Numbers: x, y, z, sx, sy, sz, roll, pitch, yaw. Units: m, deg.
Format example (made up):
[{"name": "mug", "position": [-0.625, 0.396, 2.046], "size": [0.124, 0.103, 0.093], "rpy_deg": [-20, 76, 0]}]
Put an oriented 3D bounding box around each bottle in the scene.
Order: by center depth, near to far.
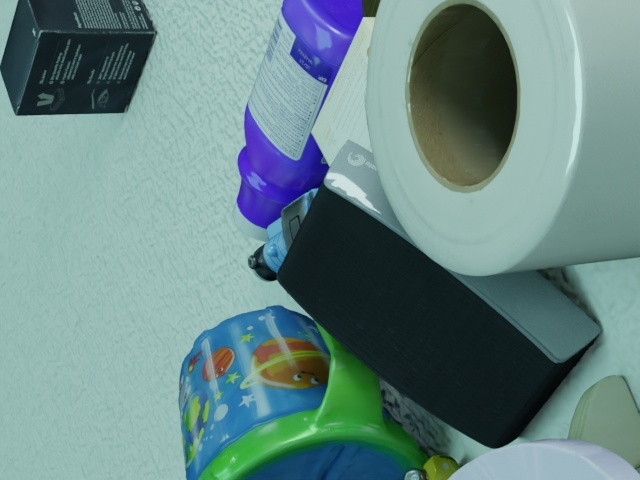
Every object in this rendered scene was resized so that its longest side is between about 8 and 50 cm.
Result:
[{"name": "bottle", "position": [-0.018, -0.119, 1.324], "size": [0.118, 0.092, 0.283], "rpy_deg": [54, 139, 32]}]

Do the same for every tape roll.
[{"name": "tape roll", "position": [0.164, -0.103, 0.942], "size": [0.246, 0.169, 0.246], "rpy_deg": [15, 107, 57]}]

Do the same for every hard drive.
[{"name": "hard drive", "position": [0.084, 0.052, 1.102], "size": [0.254, 0.054, 0.172], "rpy_deg": [38, 134, 11]}]

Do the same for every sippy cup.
[{"name": "sippy cup", "position": [-0.037, 0.192, 1.301], "size": [0.305, 0.240, 0.224], "rpy_deg": [-39, 40, 11]}]

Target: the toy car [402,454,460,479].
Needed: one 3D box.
[{"name": "toy car", "position": [0.022, 0.308, 1.197], "size": [0.053, 0.225, 0.239], "rpy_deg": [47, 133, 40]}]

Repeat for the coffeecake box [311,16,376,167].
[{"name": "coffeecake box", "position": [0.075, -0.080, 1.169], "size": [0.185, 0.068, 0.142], "rpy_deg": [64, 144, 33]}]

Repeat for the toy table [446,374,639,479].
[{"name": "toy table", "position": [0.194, 0.225, 0.951], "size": [0.274, 0.161, 0.252], "rpy_deg": [-32, 67, 56]}]

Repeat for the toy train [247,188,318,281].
[{"name": "toy train", "position": [0.000, 0.000, 1.300], "size": [0.184, 0.105, 0.080], "rpy_deg": [-31, 68, 57]}]

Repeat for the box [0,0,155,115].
[{"name": "box", "position": [-0.319, -0.248, 1.753], "size": [0.156, 0.158, 0.093], "rpy_deg": [-59, 46, 45]}]

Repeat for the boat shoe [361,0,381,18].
[{"name": "boat shoe", "position": [0.065, -0.257, 1.217], "size": [0.056, 0.048, 0.153], "rpy_deg": [148, 121, -61]}]
